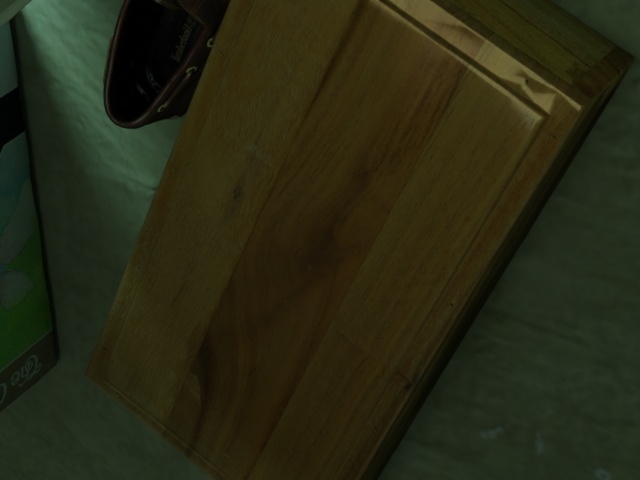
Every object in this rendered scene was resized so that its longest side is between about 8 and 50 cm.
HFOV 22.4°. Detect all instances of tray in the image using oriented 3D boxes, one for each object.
[{"bbox_3d":[0.000,0.000,0.978,0.203,0.076,0.411,37,133,12],"label":"tray"}]

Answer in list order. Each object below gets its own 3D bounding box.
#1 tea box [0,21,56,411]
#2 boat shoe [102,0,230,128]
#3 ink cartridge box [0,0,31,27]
[{"bbox_3d":[-0.373,0.009,1.074,0.220,0.329,0.324,16,126,26],"label":"tea box"},{"bbox_3d":[-0.074,-0.149,0.940,0.073,0.073,0.207,36,131,16],"label":"boat shoe"},{"bbox_3d":[-0.211,-0.243,0.753,0.160,0.279,0.385,43,156,9],"label":"ink cartridge box"}]
